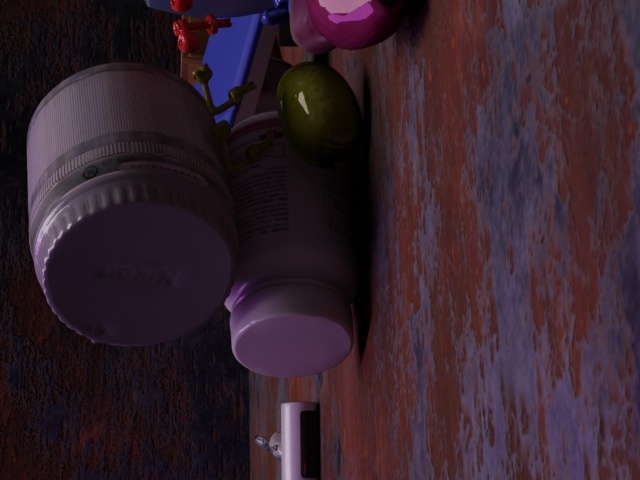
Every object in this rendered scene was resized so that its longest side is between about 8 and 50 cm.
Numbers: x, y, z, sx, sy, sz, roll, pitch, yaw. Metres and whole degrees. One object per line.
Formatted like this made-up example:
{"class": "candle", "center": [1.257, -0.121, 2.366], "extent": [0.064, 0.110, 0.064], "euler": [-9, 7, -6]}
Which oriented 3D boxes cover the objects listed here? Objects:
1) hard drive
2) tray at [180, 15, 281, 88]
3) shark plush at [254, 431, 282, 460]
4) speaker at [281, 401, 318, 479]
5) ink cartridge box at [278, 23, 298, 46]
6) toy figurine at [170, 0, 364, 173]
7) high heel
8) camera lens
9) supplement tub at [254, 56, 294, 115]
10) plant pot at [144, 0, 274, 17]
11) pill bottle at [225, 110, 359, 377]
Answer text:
{"class": "hard drive", "center": [-0.124, -0.264, 1.824], "extent": [0.210, 0.040, 0.318], "euler": [-25, 47, 59]}
{"class": "tray", "center": [-0.198, -0.416, 2.710], "extent": [0.411, 0.203, 0.076], "euler": [-102, 16, -64]}
{"class": "shark plush", "center": [-0.046, 0.360, 2.115], "extent": [0.161, 0.073, 0.067], "euler": [13, 124, 63]}
{"class": "speaker", "center": [-0.030, 0.304, 1.825], "extent": [0.055, 0.055, 0.136], "euler": [116, 154, -75]}
{"class": "ink cartridge box", "center": [-0.035, -0.474, 1.923], "extent": [0.238, 0.060, 0.275], "euler": [96, 172, -50]}
{"class": "toy figurine", "center": [-0.037, -0.273, 1.325], "extent": [0.217, 0.191, 0.362], "euler": [-41, 62, 60]}
{"class": "high heel", "center": [0.040, -0.357, 1.129], "extent": [0.181, 0.127, 0.377], "euler": [180, 88, -68]}
{"class": "camera lens", "center": [-0.208, -0.048, 1.376], "extent": [0.274, 0.220, 0.219], "euler": [-107, 18, -50]}
{"class": "supplement tub", "center": [-0.079, -0.177, 1.895], "extent": [0.199, 0.144, 0.144], "euler": [-100, 12, -59]}
{"class": "plant pot", "center": [-0.130, -0.414, 1.602], "extent": [0.248, 0.252, 0.247], "euler": [140, 110, -82]}
{"class": "pill bottle", "center": [-0.039, 0.003, 1.451], "extent": [0.160, 0.161, 0.283], "euler": [99, 169, -53]}
